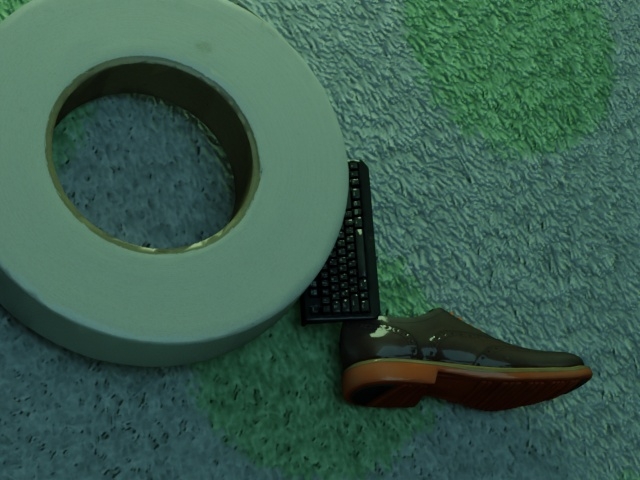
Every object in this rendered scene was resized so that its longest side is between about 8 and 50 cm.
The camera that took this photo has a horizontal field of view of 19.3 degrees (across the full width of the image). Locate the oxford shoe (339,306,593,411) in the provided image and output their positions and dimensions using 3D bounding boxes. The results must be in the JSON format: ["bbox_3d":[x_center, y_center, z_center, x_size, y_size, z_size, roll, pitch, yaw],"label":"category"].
[{"bbox_3d":[0.148,0.111,1.881,0.271,0.097,0.098,5,63,-23],"label":"oxford shoe"}]

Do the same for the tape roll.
[{"bbox_3d":[-0.165,-0.071,1.795,0.392,0.072,0.392,7,64,-16],"label":"tape roll"}]

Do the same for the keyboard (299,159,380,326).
[{"bbox_3d":[0.000,0.000,1.871,0.108,0.023,0.180,-5,61,1],"label":"keyboard"}]
